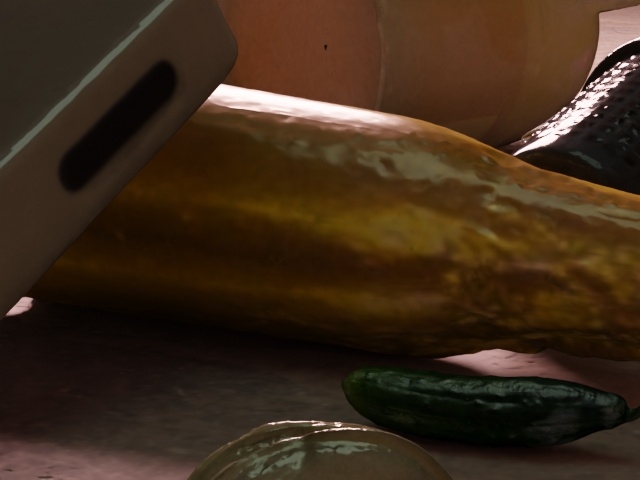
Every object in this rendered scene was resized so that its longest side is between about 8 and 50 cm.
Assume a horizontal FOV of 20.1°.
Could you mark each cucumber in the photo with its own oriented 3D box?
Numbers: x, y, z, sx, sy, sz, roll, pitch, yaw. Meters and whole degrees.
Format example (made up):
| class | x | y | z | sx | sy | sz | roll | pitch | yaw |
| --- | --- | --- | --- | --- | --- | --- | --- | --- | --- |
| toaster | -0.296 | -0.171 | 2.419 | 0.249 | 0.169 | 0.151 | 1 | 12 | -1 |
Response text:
| class | x | y | z | sx | sy | sz | roll | pitch | yaw |
| --- | --- | --- | --- | --- | --- | --- | --- | --- | --- |
| cucumber | 0.083 | 0.084 | 0.888 | 0.155 | 0.037 | 0.037 | 3 | 13 | 18 |

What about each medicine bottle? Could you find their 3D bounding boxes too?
| class | x | y | z | sx | sy | sz | roll | pitch | yaw |
| --- | --- | --- | --- | --- | --- | --- | --- | --- | --- |
| medicine bottle | 0.109 | -0.192 | 1.640 | 0.235 | 0.236 | 0.406 | 13 | 18 | 43 |

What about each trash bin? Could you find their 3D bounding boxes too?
| class | x | y | z | sx | sy | sz | roll | pitch | yaw |
| --- | --- | --- | --- | --- | --- | --- | --- | --- | --- |
| trash bin | 0.187 | -0.025 | 1.109 | 0.175 | 0.175 | 0.161 | 11 | 26 | 39 |

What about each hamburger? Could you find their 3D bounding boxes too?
| class | x | y | z | sx | sy | sz | roll | pitch | yaw |
| --- | --- | --- | --- | --- | --- | --- | --- | --- | --- |
| hamburger | 0.001 | 0.107 | 0.679 | 0.121 | 0.084 | 0.054 | 1 | 11 | -4 |

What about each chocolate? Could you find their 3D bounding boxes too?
| class | x | y | z | sx | sy | sz | roll | pitch | yaw |
| --- | --- | --- | --- | --- | --- | --- | --- | --- | --- |
| chocolate | 0.000 | 0.000 | 1.048 | 0.445 | 0.162 | 0.162 | 11 | 16 | 26 |

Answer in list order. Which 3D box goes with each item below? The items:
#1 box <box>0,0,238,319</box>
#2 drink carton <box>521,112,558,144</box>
| class | x | y | z | sx | sy | sz | roll | pitch | yaw |
| --- | --- | --- | --- | --- | --- | --- | --- | --- | --- |
| box | -0.277 | -0.038 | 0.981 | 0.373 | 0.090 | 0.367 | 10 | 46 | 38 |
| drink carton | 0.213 | -0.058 | 1.411 | 0.074 | 0.084 | 0.200 | -33 | 29 | -25 |
